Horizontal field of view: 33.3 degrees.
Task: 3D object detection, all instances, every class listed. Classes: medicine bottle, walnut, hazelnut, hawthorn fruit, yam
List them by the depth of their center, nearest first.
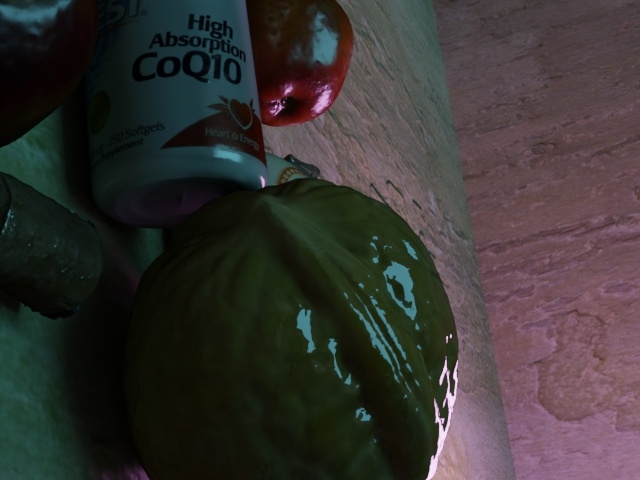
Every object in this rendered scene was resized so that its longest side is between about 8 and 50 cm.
[{"bbox_3d":[-0.239,-0.144,0.695,0.201,0.160,0.170,-32,97,-34],"label":"hazelnut"},{"bbox_3d":[-0.213,0.000,0.753,0.127,0.084,0.084,48,32,-63],"label":"yam"},{"bbox_3d":[-0.025,0.104,0.916,0.333,0.332,0.333,-14,90,-73],"label":"walnut"},{"bbox_3d":[-0.140,-0.167,0.984,0.157,0.157,0.289,36,43,-65],"label":"medicine bottle"},{"bbox_3d":[-0.047,-0.233,1.331,0.189,0.189,0.189,-14,90,-73],"label":"hawthorn fruit"}]

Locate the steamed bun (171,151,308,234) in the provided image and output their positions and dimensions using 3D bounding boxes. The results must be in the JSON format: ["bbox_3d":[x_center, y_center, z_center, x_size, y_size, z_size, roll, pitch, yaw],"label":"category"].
[{"bbox_3d":[-0.054,0.008,1.143,0.232,0.145,0.232,-14,90,-74],"label":"steamed bun"}]

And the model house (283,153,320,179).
[{"bbox_3d":[-0.008,0.003,1.341,0.188,0.122,0.229,-48,120,-73],"label":"model house"}]
